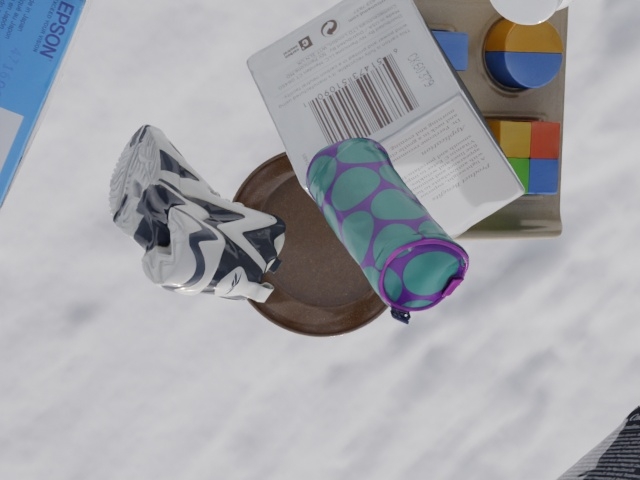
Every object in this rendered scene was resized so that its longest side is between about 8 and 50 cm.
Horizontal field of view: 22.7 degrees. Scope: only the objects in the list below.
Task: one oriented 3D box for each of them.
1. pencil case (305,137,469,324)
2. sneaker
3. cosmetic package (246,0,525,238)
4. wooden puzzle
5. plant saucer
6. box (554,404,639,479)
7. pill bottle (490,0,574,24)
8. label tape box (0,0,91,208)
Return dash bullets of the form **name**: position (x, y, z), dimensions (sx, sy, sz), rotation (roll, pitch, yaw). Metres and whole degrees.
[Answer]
- **pencil case**: position (0.044, -0.012, 1.085), dimensions (0.064, 0.152, 0.070), rotation (-47, 127, 11)
- **sneaker**: position (-0.112, -0.016, 1.567), dimensions (0.153, 0.235, 0.094), rotation (24, 107, -34)
- **cosmetic package**: position (0.057, -0.096, 1.363), dimensions (0.151, 0.151, 0.184), rotation (-30, 146, 8)
- **wooden puzzle**: position (0.186, -0.173, 1.999), dimensions (0.322, 0.080, 0.348), rotation (-1, 91, -28)
- **plant saucer**: position (0.000, 0.000, 1.646), dimensions (0.199, 0.198, 0.036), rotation (-58, 171, 18)
- **box**: position (0.292, 0.358, 1.311), dimensions (0.312, 0.343, 0.179), rotation (-38, -175, -19)
- **pill bottle**: position (0.269, -0.340, 1.861), dimensions (0.208, 0.117, 0.118), rotation (-55, 159, -45)
- **label tape box**: position (-0.273, -0.203, 1.461), dimensions (0.115, 0.348, 0.249), rotation (24, 119, -8)
